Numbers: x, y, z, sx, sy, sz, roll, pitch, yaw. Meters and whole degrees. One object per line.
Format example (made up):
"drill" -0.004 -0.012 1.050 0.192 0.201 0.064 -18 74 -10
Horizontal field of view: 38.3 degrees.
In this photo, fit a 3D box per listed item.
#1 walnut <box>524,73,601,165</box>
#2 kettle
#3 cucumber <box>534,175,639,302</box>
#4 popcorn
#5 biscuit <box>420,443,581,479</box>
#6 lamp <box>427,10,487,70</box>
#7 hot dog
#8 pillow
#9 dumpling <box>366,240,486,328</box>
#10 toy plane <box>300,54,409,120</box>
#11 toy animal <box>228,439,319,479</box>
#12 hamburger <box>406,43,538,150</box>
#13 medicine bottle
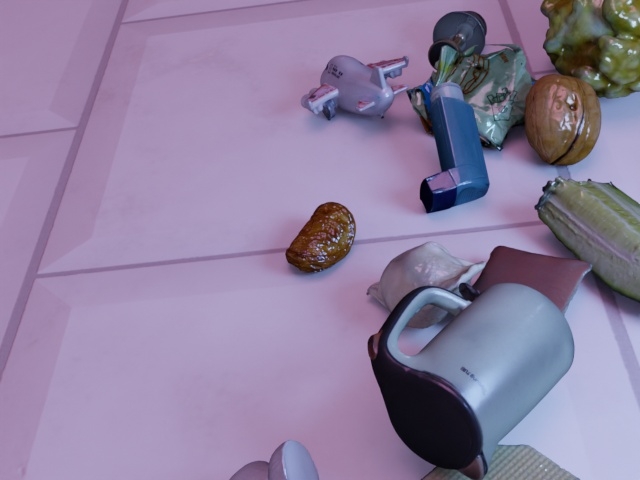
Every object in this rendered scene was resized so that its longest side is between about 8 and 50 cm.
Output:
"walnut" 0.452 -0.223 1.721 0.144 0.144 0.180 4 73 16
"kettle" 0.193 0.166 1.252 0.240 0.165 0.255 47 49 12
"cucumber" 0.495 0.017 1.475 0.145 0.105 0.325 0 32 -32
"popcorn" 0.585 -0.434 1.845 0.274 0.279 0.335 9 48 -3
"biscuit" 0.262 0.342 1.169 0.150 0.052 0.252 -31 41 -30
"lamp" 0.299 -0.439 2.029 0.121 0.121 0.215 10 33 23
"hot dog" 0.001 -0.001 1.621 0.099 0.065 0.147 17 58 28
"pillow" 0.319 0.081 1.448 0.171 0.075 0.179 9 41 31
"dumpling" 0.181 0.063 1.460 0.166 0.216 0.126 -22 71 -27
"toy plane" 0.078 -0.327 1.940 0.252 0.118 0.252 -14 27 7
"toy animal" -0.104 0.356 1.219 0.220 0.131 0.104 -30 72 15
"hamburger" 0.334 -0.310 1.852 0.276 0.150 0.260 -30 45 -23
"medicine bottle" 0.237 -0.173 1.707 0.124 0.079 0.258 -2 62 -3
